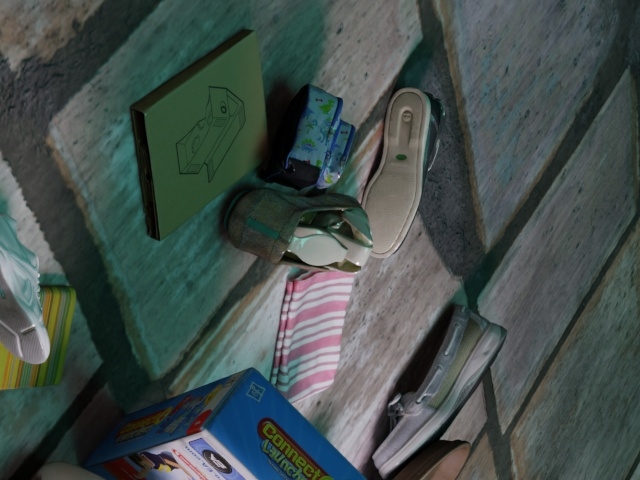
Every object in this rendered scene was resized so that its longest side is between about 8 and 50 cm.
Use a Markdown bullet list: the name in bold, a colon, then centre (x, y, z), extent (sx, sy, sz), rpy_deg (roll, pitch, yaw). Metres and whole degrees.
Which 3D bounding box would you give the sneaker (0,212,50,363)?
- **sneaker**: centre (-0.279, 0.044, 1.315), extent (0.061, 0.054, 0.152), rpy_deg (-50, 130, -52)

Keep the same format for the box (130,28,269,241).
- **box**: centre (-0.127, -0.117, 1.541), extent (0.201, 0.021, 0.164), rpy_deg (-42, 140, -41)

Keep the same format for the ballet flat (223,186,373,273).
- **ballet flat**: centre (0.000, 0.000, 1.744), extent (0.316, 0.106, 0.107), rpy_deg (-1, 114, -60)

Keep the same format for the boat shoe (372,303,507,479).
- **boat shoe**: centre (0.173, 0.238, 2.220), extent (0.320, 0.103, 0.118), rpy_deg (-50, 165, -23)

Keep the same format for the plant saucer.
- **plant saucer**: centre (0.132, 0.412, 2.213), extent (0.278, 0.041, 0.278), rpy_deg (-43, 160, -19)

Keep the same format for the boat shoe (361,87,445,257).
- **boat shoe**: centre (0.117, -0.087, 1.920), extent (0.079, 0.084, 0.233), rpy_deg (9, 96, -61)

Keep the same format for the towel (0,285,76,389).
- **towel**: centre (-0.320, 0.091, 1.336), extent (0.237, 0.021, 0.102), rpy_deg (4, 98, -60)

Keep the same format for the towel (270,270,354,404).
- **towel**: centre (-0.010, 0.128, 1.887), extent (0.144, 0.029, 0.197), rpy_deg (-18, 122, -55)

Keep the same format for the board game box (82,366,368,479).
- **board game box**: centre (-0.061, 0.290, 1.480), extent (0.308, 0.302, 0.086), rpy_deg (46, 57, -13)

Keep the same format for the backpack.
- **backpack**: centre (-0.009, -0.118, 1.658), extent (0.105, 0.084, 0.114), rpy_deg (159, -53, -72)

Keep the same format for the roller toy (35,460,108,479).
- **roller toy**: centre (-0.240, 0.329, 1.441), extent (0.146, 0.209, 0.191), rpy_deg (-58, 136, -21)
